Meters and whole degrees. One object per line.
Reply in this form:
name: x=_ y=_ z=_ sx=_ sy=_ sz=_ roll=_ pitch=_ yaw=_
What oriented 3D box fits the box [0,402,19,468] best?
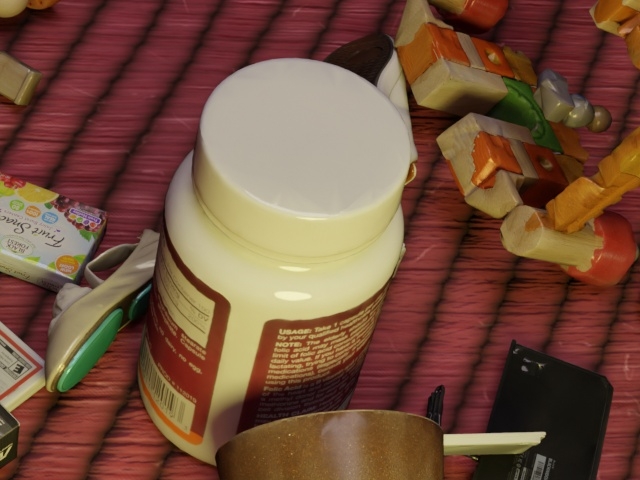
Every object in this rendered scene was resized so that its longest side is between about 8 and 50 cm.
box: x=-0.450 y=0.157 z=1.790 sx=0.270 sy=0.060 sz=0.216 roll=41 pitch=56 yaw=20

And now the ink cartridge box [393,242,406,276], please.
ink cartridge box: x=0.000 y=0.000 z=2.044 sx=0.109 sy=0.063 sz=0.150 roll=-33 pitch=66 yaw=-31

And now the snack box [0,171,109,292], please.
snack box: x=-0.306 y=-0.009 z=2.000 sx=0.141 sy=0.037 sz=0.100 roll=20 pitch=52 yaw=3

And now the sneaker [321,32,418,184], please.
sneaker: x=0.053 y=-0.128 z=2.155 sx=0.106 sy=0.123 sz=0.290 roll=-15 pitch=31 yaw=14

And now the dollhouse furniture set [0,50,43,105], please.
dollhouse furniture set: x=-0.380 y=-0.262 z=2.088 sx=0.182 sy=0.161 sz=0.101 roll=29 pitch=9 yaw=12

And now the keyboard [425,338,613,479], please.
keyboard: x=0.177 y=0.232 z=1.923 sx=0.201 sy=0.033 sz=0.317 roll=21 pitch=50 yaw=0

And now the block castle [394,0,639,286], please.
block castle: x=0.286 y=-0.200 z=2.102 sx=0.213 sy=0.303 sz=0.453 roll=11 pitch=47 yaw=-45

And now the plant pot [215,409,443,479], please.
plant pot: x=0.019 y=0.298 z=1.742 sx=0.215 sy=0.215 sz=0.230 roll=0 pitch=66 yaw=-13

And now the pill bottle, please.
pill bottle: x=-0.046 y=0.027 z=1.800 sx=0.224 sy=0.392 sz=0.224 roll=6 pitch=51 yaw=-8

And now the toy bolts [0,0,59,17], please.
toy bolts: x=-0.390 y=-0.379 z=2.187 sx=0.228 sy=0.218 sz=0.158 roll=24 pitch=55 yaw=30

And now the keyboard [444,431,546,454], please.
keyboard: x=0.089 y=0.200 z=1.857 sx=0.256 sy=0.072 sz=0.014 roll=1 pitch=75 yaw=-16

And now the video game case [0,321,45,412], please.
video game case: x=-0.433 y=0.147 z=1.856 sx=0.204 sy=0.025 sz=0.285 roll=39 pitch=54 yaw=18

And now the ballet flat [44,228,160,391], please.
ballet flat: x=-0.222 y=0.063 z=1.936 sx=0.086 sy=0.086 sz=0.248 roll=33 pitch=44 yaw=14
